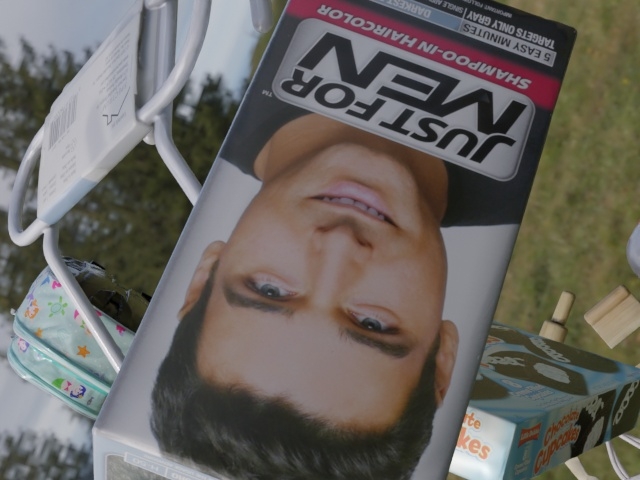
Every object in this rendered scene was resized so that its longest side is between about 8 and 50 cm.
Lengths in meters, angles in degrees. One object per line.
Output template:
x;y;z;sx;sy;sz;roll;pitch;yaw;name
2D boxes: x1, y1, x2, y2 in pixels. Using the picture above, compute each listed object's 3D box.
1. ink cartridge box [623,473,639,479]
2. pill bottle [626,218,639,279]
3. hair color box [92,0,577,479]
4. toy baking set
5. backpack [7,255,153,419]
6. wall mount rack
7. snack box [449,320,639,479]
0.408;0.277;1.173;0.066;0.232;0.189;77;173;-67;ink cartridge box
0.413;-0.076;1.096;0.323;0.181;0.181;-59;4;-4;pill bottle
0.018;0.005;0.788;0.113;0.185;0.374;107;-177;-61;hair color box
0.317;0.179;1.435;0.256;0.197;0.030;-64;-24;1;toy baking set
-0.329;0.138;1.817;0.191;0.225;0.253;-56;10;-5;backpack
-0.129;-0.041;0.996;0.350;0.130;0.304;-36;47;48;wall mount rack
0.137;0.125;1.074;0.322;0.187;0.060;-3;-72;-59;snack box
